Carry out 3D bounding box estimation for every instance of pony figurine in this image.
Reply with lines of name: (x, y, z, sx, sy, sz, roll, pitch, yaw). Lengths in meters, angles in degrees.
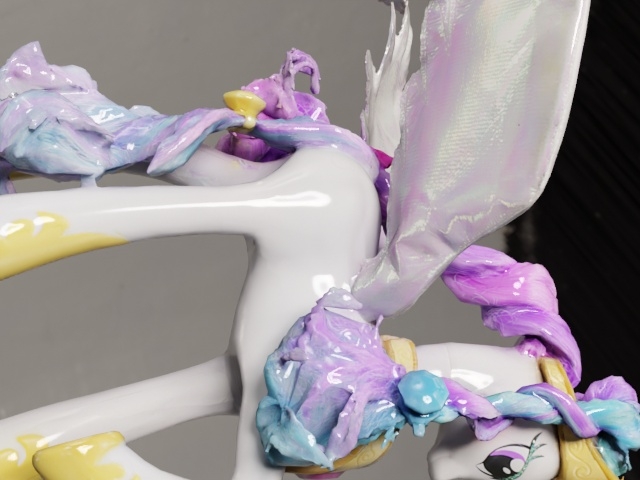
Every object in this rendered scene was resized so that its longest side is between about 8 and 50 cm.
pony figurine: (0.000, 0.000, 0.739, 0.364, 0.350, 0.303, 2, 173, -10)
